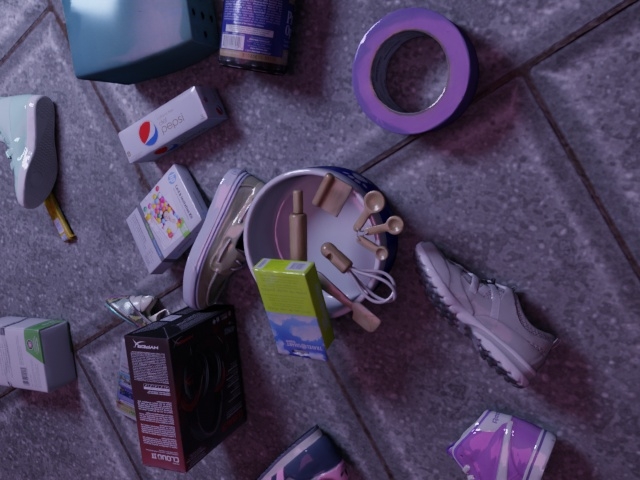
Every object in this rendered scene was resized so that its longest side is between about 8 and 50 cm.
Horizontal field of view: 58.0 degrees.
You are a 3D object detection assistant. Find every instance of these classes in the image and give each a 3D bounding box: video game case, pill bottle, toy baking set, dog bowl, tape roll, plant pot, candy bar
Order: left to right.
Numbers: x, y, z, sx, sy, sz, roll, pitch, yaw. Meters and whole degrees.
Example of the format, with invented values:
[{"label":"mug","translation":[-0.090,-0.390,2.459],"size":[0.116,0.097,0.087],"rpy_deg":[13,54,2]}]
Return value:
[{"label":"candy bar","translation":[-0.624,-0.067,1.359],"size":[0.040,0.018,0.162],"rpy_deg":[-28,89,31]},{"label":"plant pot","translation":[-0.319,-0.396,1.075],"size":[0.234,0.165,0.166],"rpy_deg":[-4,99,18]},{"label":"video game case","translation":[-0.376,0.344,1.327],"size":[0.212,0.023,0.194],"rpy_deg":[18,107,20]},{"label":"pill bottle","translation":[-0.105,-0.402,0.988],"size":[0.122,0.122,0.219],"rpy_deg":[15,107,22]},{"label":"dog bowl","translation":[0.000,0.000,1.033],"size":[0.264,0.104,0.265],"rpy_deg":[5,103,24]},{"label":"toy baking set","translation":[0.035,0.022,0.944],"size":[0.196,0.030,0.256],"rpy_deg":[9,105,23]},{"label":"tape roll","translation":[0.151,-0.265,0.921],"size":[0.188,0.080,0.189],"rpy_deg":[6,104,23]}]

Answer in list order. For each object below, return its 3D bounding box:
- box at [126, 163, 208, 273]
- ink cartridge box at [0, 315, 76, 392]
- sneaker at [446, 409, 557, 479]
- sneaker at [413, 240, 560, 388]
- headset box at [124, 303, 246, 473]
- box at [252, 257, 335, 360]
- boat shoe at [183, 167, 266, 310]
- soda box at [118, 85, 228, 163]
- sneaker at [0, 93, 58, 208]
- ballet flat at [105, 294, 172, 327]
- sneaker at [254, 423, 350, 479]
[{"label":"box","translation":[-0.313,-0.041,1.189],"size":[0.186,0.038,0.145],"rpy_deg":[-40,67,25]},{"label":"ink cartridge box","translation":[-0.732,0.279,1.440],"size":[0.219,0.092,0.161],"rpy_deg":[1,101,25]},{"label":"sneaker","translation":[0.286,0.428,0.998],"size":[0.161,0.102,0.282],"rpy_deg":[18,97,24]},{"label":"sneaker","translation":[0.265,0.102,0.953],"size":[0.115,0.105,0.281],"rpy_deg":[-39,77,-8]},{"label":"headset box","translation":[-0.258,0.295,1.151],"size":[0.110,0.218,0.294],"rpy_deg":[-1,100,25]},{"label":"box","translation":[-0.042,0.118,0.983],"size":[0.108,0.042,0.178],"rpy_deg":[3,121,30]},{"label":"boat shoe","translation":[-0.183,0.012,1.122],"size":[0.094,0.109,0.303],"rpy_deg":[26,108,16]},{"label":"soda box","translation":[-0.292,-0.225,1.139],"size":[0.216,0.074,0.069],"rpy_deg":[-23,91,27]},{"label":"sneaker","translation":[-0.689,-0.204,1.318],"size":[0.151,0.094,0.256],"rpy_deg":[7,94,18]},{"label":"ballet flat","translation":[-0.367,0.173,1.266],"size":[0.221,0.077,0.079],"rpy_deg":[38,96,8]},{"label":"sneaker","translation":[-0.070,0.517,1.169],"size":[0.131,0.112,0.319],"rpy_deg":[46,116,13]}]
